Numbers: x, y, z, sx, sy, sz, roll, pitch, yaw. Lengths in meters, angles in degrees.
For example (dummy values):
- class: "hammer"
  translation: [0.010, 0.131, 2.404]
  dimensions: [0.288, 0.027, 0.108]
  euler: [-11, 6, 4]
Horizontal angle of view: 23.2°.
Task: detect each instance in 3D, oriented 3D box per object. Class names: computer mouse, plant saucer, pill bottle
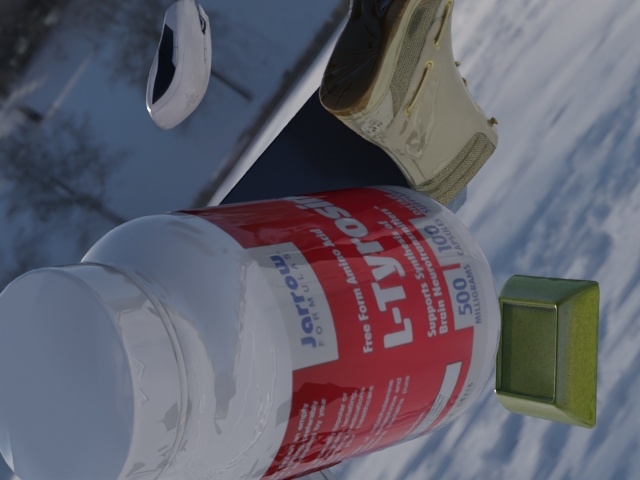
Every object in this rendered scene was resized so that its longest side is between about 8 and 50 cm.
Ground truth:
- class: "computer mouse"
  translation: [-0.126, -0.203, 1.558]
  dimensions: [0.106, 0.042, 0.193]
  euler: [27, -108, -63]
- class: "plant saucer"
  translation: [0.284, 0.142, 2.030]
  dimensions: [0.188, 0.045, 0.188]
  euler: [3, 92, 61]
- class: "pill bottle"
  translation: [-0.056, 0.082, 1.246]
  dimensions: [0.408, 0.229, 0.229]
  euler: [-10, -34, -49]

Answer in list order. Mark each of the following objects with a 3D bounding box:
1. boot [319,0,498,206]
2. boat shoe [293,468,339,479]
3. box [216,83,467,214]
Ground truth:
- class: "boot"
  translation: [0.116, -0.185, 1.584]
  dimensions: [0.095, 0.203, 0.262]
  euler: [0, 58, 41]
- class: "boat shoe"
  translation: [-0.071, 0.235, 1.601]
  dimensions: [0.119, 0.121, 0.335]
  euler: [-46, 38, 3]
- class: "box"
  translation: [0.000, 0.000, 1.811]
  dimensions: [0.343, 0.179, 0.312]
  euler: [-50, -10, -3]
